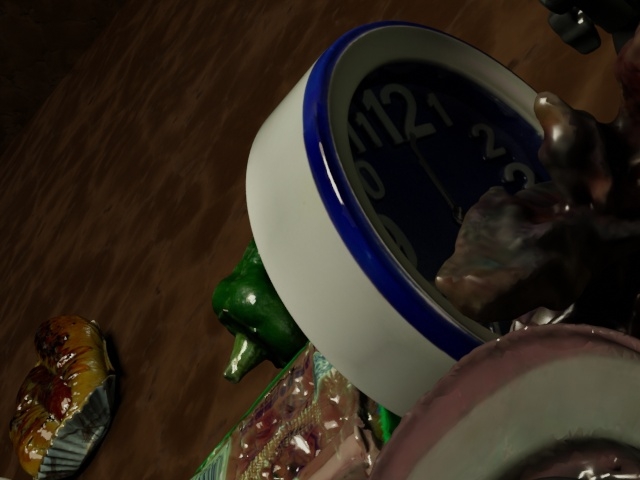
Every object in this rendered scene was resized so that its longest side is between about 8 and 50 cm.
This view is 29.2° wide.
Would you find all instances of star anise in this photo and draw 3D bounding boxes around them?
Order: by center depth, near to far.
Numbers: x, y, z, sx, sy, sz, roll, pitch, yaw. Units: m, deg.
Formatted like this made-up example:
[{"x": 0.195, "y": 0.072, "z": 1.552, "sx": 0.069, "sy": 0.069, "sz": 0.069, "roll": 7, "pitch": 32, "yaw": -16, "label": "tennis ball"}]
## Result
[{"x": 0.162, "y": -0.025, "z": 0.532, "sx": 0.129, "sy": 0.212, "sz": 0.282, "roll": 17, "pitch": 32, "yaw": 37, "label": "star anise"}]

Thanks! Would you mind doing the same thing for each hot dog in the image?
[{"x": -0.305, "y": 0.180, "z": 1.428, "sx": 0.163, "sy": 0.081, "sz": 0.270, "roll": -58, "pitch": 23, "yaw": 6, "label": "hot dog"}]

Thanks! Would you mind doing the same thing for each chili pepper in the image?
[{"x": 0.000, "y": 0.000, "z": 0.990, "sx": 0.136, "sy": 0.099, "sz": 0.270, "roll": 8, "pitch": 64, "yaw": 57, "label": "chili pepper"}]

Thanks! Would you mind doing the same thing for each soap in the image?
[{"x": -0.027, "y": 0.182, "z": 0.811, "sx": 0.273, "sy": 0.098, "sz": 0.218, "roll": -48, "pitch": 24, "yaw": 23, "label": "soap"}]

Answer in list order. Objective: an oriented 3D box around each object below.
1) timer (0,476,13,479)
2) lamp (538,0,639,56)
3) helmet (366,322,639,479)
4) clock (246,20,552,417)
[{"x": -0.330, "y": 0.332, "z": 1.073, "sx": 0.233, "sy": 0.240, "sz": 0.233, "roll": -10, "pitch": 24, "yaw": 5, "label": "timer"}, {"x": 0.168, "y": -0.161, "z": 0.667, "sx": 0.147, "sy": 0.227, "sz": 0.172, "roll": -34, "pitch": 32, "yaw": 45, "label": "lamp"}, {"x": 0.104, "y": 0.203, "z": 0.375, "sx": 0.271, "sy": 0.197, "sz": 0.338, "roll": -53, "pitch": 15, "yaw": 33, "label": "helmet"}, {"x": 0.072, "y": -0.008, "z": 0.673, "sx": 0.083, "sy": 0.230, "sz": 0.230, "roll": -45, "pitch": 25, "yaw": 40, "label": "clock"}]
